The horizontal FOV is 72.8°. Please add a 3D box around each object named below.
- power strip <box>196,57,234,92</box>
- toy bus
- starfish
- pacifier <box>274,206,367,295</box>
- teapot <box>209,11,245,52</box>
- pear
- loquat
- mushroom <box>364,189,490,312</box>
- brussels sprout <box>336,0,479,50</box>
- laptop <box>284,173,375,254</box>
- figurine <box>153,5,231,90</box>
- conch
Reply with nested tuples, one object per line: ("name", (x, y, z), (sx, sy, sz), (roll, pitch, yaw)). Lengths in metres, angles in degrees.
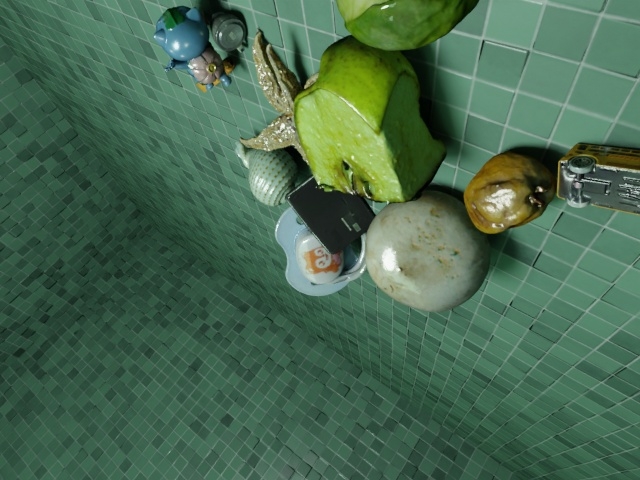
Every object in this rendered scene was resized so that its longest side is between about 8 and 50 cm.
("power strip", (-0.239, -0.384, 1.002), (0.028, 0.049, 0.178), (44, 159, -27))
("toy bus", (0.396, -0.076, 0.551), (0.162, 0.074, 0.070), (22, 145, 41))
("starfish", (-0.066, -0.281, 0.885), (0.301, 0.084, 0.294), (26, 151, 22))
("pacifier", (0.000, 0.000, 1.227), (0.233, 0.243, 0.300), (-117, 14, -62))
("teapot", (-0.183, -0.412, 0.858), (0.057, 0.066, 0.088), (52, -173, 22))
("pear", (0.061, -0.206, 0.724), (0.238, 0.164, 0.256), (18, 147, 48))
("loquat", (0.288, -0.071, 0.662), (0.113, 0.137, 0.137), (48, 157, -10))
("mushroom", (0.215, 0.016, 0.887), (0.243, 0.244, 0.244), (33, 157, 16))
("brussels sprout", (0.104, -0.286, 0.458), (0.131, 0.183, 0.145), (44, 179, -23))
("laptop", (0.029, -0.073, 1.056), (0.207, 0.153, 0.026), (52, -176, -27))
("figurine", (-0.259, -0.392, 0.881), (0.178, 0.114, 0.145), (54, -165, -52))
("conch", (-0.125, -0.181, 1.110), (0.172, 0.131, 0.200), (20, -133, -84))
